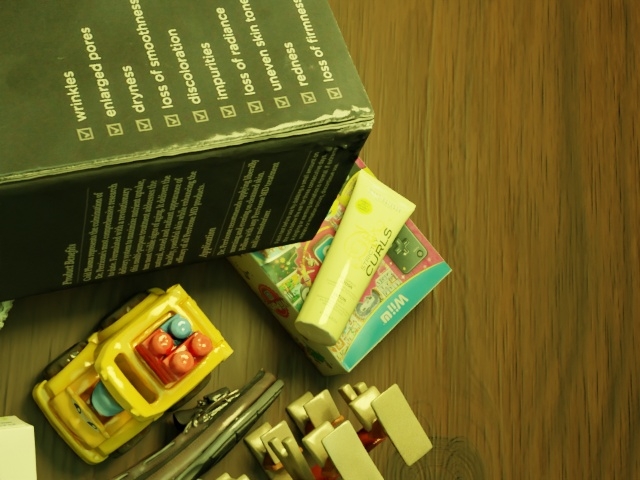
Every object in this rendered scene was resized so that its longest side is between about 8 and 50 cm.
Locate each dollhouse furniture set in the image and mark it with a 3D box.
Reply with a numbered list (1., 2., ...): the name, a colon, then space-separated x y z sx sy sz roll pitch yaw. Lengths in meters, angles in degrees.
1. dollhouse furniture set: -0.011 0.297 1.382 0.259 0.262 0.135 -34 96 -25

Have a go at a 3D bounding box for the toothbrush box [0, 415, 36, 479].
1. toothbrush box: -0.404 0.338 1.169 0.206 0.122 0.283 -4 89 -24

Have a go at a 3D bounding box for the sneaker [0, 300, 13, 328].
1. sneaker: -0.423 0.008 1.351 0.146 0.102 0.293 25 70 -16

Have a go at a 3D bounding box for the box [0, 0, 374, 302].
1. box: -0.260 -0.221 1.285 0.472 0.297 0.479 -10 66 -21

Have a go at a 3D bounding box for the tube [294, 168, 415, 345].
1. tube: 0.042 0.023 1.472 0.240 0.062 0.070 -62 144 -25

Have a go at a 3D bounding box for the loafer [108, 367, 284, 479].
1. loafer: -0.174 0.256 1.407 0.095 0.109 0.302 43 66 8

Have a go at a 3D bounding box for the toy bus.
1. toy bus: -0.215 0.158 1.351 0.220 0.211 0.149 -41 98 -24

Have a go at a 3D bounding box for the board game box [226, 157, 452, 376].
1. board game box: 0.000 0.000 1.542 0.224 0.097 0.303 -42 97 -24

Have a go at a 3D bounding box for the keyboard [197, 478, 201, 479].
1. keyboard: -0.212 0.419 1.404 0.072 0.014 0.256 46 66 -9
